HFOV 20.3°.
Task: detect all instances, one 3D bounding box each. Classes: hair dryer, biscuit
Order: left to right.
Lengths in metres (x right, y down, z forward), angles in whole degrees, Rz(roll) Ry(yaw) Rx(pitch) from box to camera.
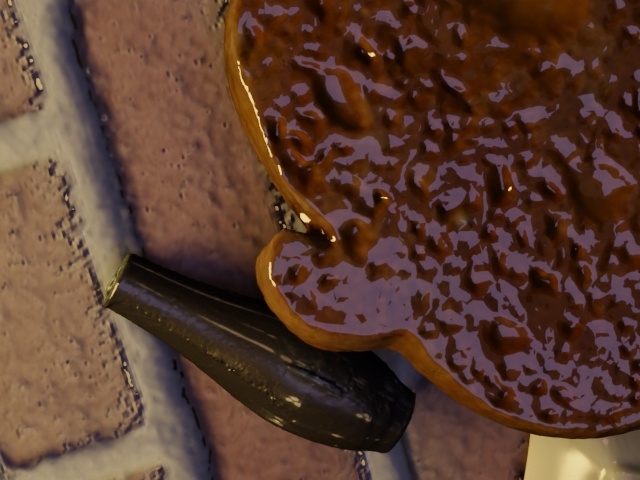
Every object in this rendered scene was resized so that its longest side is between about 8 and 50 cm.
[{"bbox_3d":[0.000,0.000,1.062,0.195,0.075,0.219,29,84,-12],"label":"hair dryer"},{"bbox_3d":[0.101,-0.047,1.032,0.314,0.063,0.367,-39,95,-8],"label":"biscuit"}]

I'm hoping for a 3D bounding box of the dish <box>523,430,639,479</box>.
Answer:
[{"bbox_3d":[0.235,0.185,1.157,0.212,0.077,0.151,7,102,-17],"label":"dish"}]
